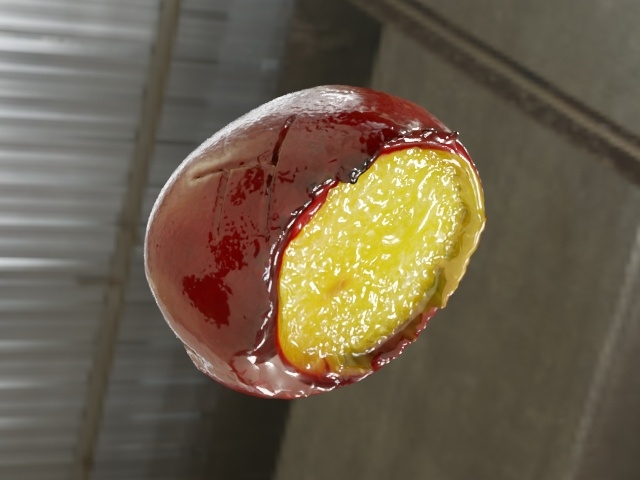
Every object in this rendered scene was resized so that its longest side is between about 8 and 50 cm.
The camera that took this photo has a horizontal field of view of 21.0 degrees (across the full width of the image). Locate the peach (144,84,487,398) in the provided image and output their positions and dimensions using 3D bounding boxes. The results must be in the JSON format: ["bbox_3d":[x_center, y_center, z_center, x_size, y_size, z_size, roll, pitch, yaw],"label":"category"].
[{"bbox_3d":[0.000,0.000,1.125,0.226,0.196,0.190,-19,-78,29],"label":"peach"}]
